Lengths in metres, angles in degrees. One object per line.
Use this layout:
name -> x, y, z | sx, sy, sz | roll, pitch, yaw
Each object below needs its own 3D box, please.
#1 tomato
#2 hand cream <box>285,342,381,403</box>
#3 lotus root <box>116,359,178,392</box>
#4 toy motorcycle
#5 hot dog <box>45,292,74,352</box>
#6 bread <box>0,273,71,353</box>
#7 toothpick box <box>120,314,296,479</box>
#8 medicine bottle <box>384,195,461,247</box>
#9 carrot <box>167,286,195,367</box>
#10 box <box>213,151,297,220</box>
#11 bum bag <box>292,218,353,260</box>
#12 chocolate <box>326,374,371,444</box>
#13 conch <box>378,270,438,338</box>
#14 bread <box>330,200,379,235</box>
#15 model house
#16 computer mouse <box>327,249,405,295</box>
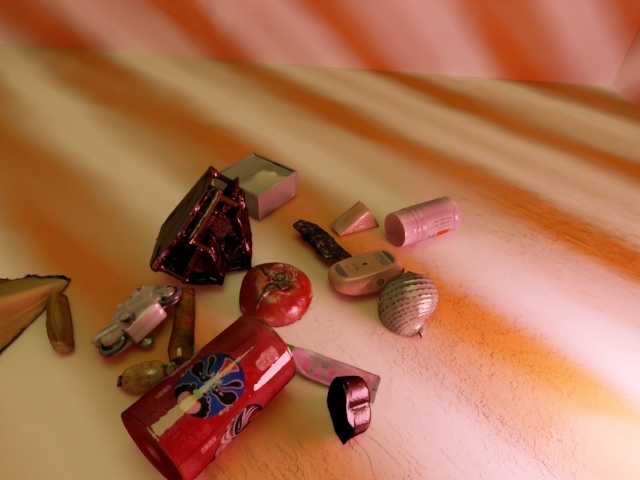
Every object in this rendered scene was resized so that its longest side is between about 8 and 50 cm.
tomato -> -0.133, 0.140, 1.350 | 0.228, 0.101, 0.228 | 5, 40, -4
hand cream -> 0.017, 0.333, 1.181 | 0.275, 0.050, 0.079 | 20, 67, 10
lotus root -> -0.421, 0.331, 1.116 | 0.152, 0.063, 0.072 | -15, 68, -10
toy motorcycle -> -0.504, 0.205, 1.244 | 0.171, 0.110, 0.260 | 9, 43, 42
hot dog -> -0.711, 0.222, 1.236 | 0.047, 0.066, 0.215 | -46, 50, 8
bread -> -0.959, 0.229, 1.227 | 0.346, 0.242, 0.405 | 6, 7, 8
toothpick box -> -0.236, 0.343, 1.017 | 0.204, 0.204, 0.333 | 28, 45, 25
medicine bottle -> 0.362, -0.068, 1.614 | 0.250, 0.133, 0.133 | -16, 44, -24
carrot -> -0.374, 0.227, 1.244 | 0.070, 0.070, 0.260 | -3, 40, -9
box -> -0.245, -0.209, 1.741 | 0.225, 0.117, 0.225 | 27, 46, 26
bum bag -> -0.001, 0.000, 1.549 | 0.248, 0.069, 0.102 | 39, 15, 36
chocolate -> 0.072, 0.392, 1.075 | 0.080, 0.125, 0.148 | -2, 76, -20
conch -> 0.260, 0.171, 1.321 | 0.172, 0.131, 0.200 | 1, 39, -6
bread -> 0.125, -0.060, 1.669 | 0.152, 0.105, 0.077 | -38, 48, 1
model house -> -0.309, -0.006, 1.403 | 0.282, 0.297, 0.317 | 39, 22, -29
computer mouse -> 0.140, 0.103, 1.420 | 0.237, 0.081, 0.145 | -16, 32, -17
